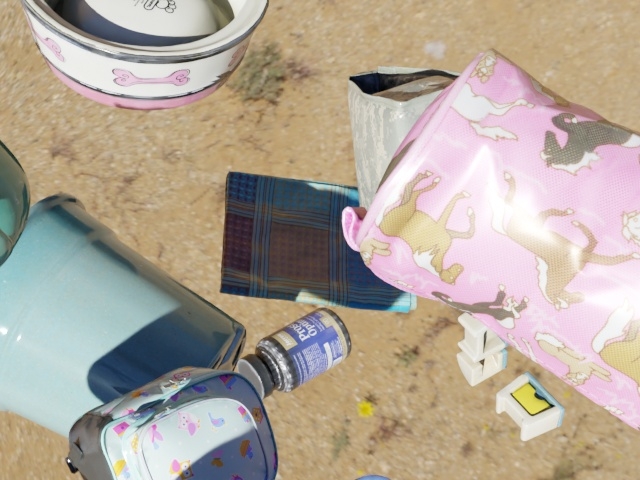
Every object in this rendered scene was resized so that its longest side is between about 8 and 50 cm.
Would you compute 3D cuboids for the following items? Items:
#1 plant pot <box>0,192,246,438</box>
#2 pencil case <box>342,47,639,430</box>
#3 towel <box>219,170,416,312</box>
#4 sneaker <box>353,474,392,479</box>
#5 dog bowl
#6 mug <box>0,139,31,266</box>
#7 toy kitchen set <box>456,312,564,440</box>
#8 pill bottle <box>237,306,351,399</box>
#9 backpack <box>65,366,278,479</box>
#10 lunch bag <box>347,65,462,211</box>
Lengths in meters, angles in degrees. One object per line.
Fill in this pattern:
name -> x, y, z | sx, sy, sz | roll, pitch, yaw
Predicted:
plant pot -> -0.310, 0.155, 1.385 | 0.334, 0.341, 0.341 | 28, 82, 7
pencil case -> 0.209, 0.037, 0.612 | 0.386, 0.160, 0.167 | 34, 65, 4
towel -> 0.000, 0.000, 1.791 | 0.370, 0.040, 0.271 | 7, 57, -12
sneaker -> 0.008, 0.274, 0.628 | 0.232, 0.081, 0.090 | -55, 134, -17
dog bowl -> -0.296, -0.383, 1.577 | 0.408, 0.150, 0.408 | 7, 49, -8
mug -> -0.258, -0.013, 0.627 | 0.129, 0.157, 0.097 | -27, 135, 7
toy kitchen set -> 0.288, 0.144, 1.320 | 0.122, 0.166, 0.207 | -26, 137, -18
pill bottle -> -0.054, 0.233, 1.926 | 0.219, 0.123, 0.122 | -27, 104, -30
backpack -> -0.131, 0.214, 0.944 | 0.188, 0.144, 0.165 | -27, 100, -46
lunch bag -> 0.133, -0.118, 1.344 | 0.169, 0.287, 0.235 | -15, 110, -16
